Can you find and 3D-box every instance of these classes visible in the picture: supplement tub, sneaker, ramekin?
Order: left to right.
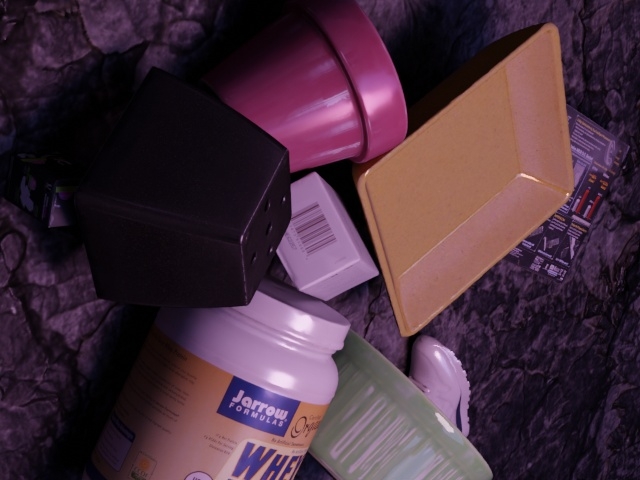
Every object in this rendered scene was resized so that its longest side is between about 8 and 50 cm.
[{"bbox_3d":[-0.118,0.196,1.634,0.228,0.228,0.316,19,98,-51],"label":"supplement tub"},{"bbox_3d":[0.065,0.255,1.827,0.148,0.303,0.303,-45,140,-7],"label":"ramekin"},{"bbox_3d":[0.163,0.240,2.092,0.094,0.090,0.235,-30,132,-20],"label":"sneaker"}]

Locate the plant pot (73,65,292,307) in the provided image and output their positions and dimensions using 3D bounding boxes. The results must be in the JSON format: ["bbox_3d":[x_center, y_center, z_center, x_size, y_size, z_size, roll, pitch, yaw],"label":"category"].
[{"bbox_3d":[-0.129,-0.035,1.450,0.187,0.167,0.188,89,23,-54],"label":"plant pot"}]

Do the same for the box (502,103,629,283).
[{"bbox_3d":[0.313,-0.084,2.060,0.307,0.076,0.242,19,97,-51],"label":"box"}]

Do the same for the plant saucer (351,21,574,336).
[{"bbox_3d":[0.174,-0.085,1.782,0.332,0.081,0.333,-39,142,-17],"label":"plant saucer"}]

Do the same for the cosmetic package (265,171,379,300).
[{"bbox_3d":[0.000,0.000,1.646,0.085,0.117,0.231,-27,170,3],"label":"cosmetic package"}]

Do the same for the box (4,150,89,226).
[{"bbox_3d":[-0.272,-0.053,1.425,0.062,0.083,0.052,-7,117,-45],"label":"box"}]

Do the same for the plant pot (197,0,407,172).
[{"bbox_3d":[-0.029,-0.159,1.559,0.180,0.201,0.201,-28,133,-14],"label":"plant pot"}]
